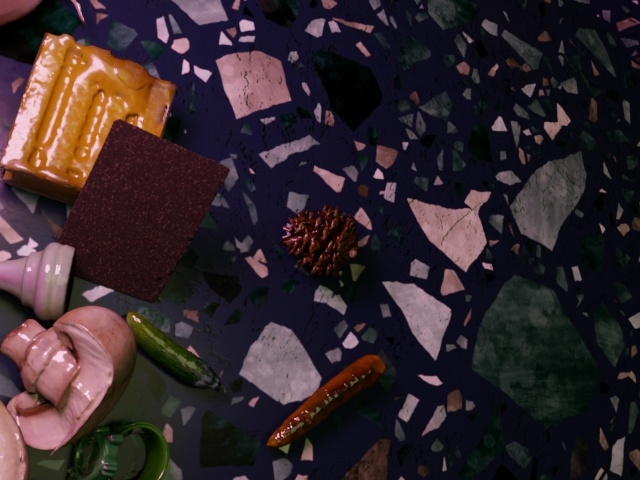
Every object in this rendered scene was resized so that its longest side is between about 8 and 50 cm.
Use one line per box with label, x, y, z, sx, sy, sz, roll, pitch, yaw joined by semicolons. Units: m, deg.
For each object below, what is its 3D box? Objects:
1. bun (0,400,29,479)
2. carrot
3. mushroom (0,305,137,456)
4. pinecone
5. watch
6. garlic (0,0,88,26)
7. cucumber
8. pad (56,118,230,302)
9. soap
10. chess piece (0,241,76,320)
bun;-0.621;0.383;1.025;0.364;0.202;0.364;12;44;-12
carrot;0.011;0.344;1.482;0.314;0.066;0.066;-32;95;-27
mushroom;-0.423;0.216;1.200;0.195;0.189;0.253;35;98;8
pinecone;0.000;0.000;1.502;0.174;0.173;0.173;7;76;-27
watch;-0.358;0.407;1.246;0.152;0.131;0.165;21;64;-42
garlic;-0.614;-0.473;1.228;0.340;0.231;0.245;-27;90;-25
cucumber;-0.280;0.226;1.350;0.250;0.056;0.056;40;64;-12
pad;-0.335;-0.042;1.275;0.220;0.330;0.004;24;24;-23
soap;-0.431;-0.210;1.315;0.259;0.143;0.281;20;70;-21
chess piece;-0.570;0.058;1.203;0.272;0.139;0.139;9;75;-16
